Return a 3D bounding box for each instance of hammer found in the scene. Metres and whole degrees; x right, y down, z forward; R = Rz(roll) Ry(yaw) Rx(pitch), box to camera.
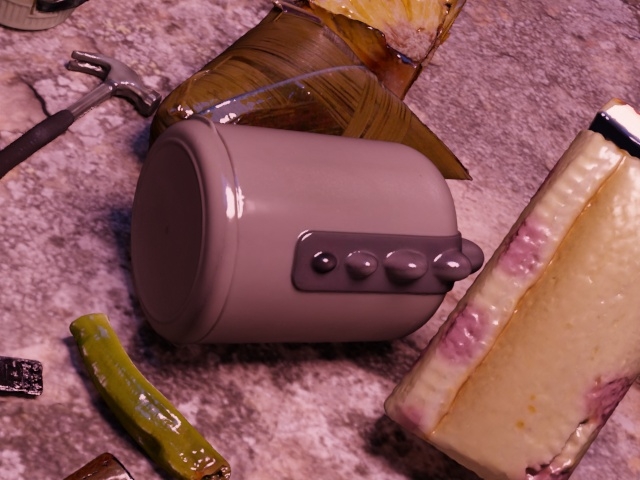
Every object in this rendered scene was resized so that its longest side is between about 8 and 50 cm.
[{"bbox_3d":[-0.276,-0.125,1.470,0.103,0.029,0.246,39,45,8],"label":"hammer"}]

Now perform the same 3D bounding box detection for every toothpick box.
[{"bbox_3d":[0.000,0.000,1.364,0.316,0.229,0.229,3,50,-28],"label":"toothpick box"}]

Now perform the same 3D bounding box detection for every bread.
[{"bbox_3d":[0.230,0.073,1.348,0.187,0.338,0.155,35,3,10],"label":"bread"}]

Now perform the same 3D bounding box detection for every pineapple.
[{"bbox_3d":[0.082,-0.259,1.751,0.237,0.114,0.186,-11,57,-24],"label":"pineapple"}]

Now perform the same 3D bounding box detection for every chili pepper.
[{"bbox_3d":[-0.159,0.147,1.271,0.052,0.050,0.201,-40,74,-8],"label":"chili pepper"}]

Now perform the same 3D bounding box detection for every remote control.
[{"bbox_3d":[-0.291,0.118,1.244,0.096,0.014,0.039,9,47,-24],"label":"remote control"}]

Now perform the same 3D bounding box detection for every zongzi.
[{"bbox_3d":[-0.002,-0.099,1.523,0.300,0.138,0.286,38,46,5],"label":"zongzi"}]

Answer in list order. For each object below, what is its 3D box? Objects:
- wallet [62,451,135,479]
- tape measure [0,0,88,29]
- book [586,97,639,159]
[{"bbox_3d":[-0.220,0.273,1.121,0.243,0.039,0.133,-30,73,-41],"label":"wallet"},{"bbox_3d":[-0.327,-0.351,1.588,0.207,0.115,0.235,24,43,-4],"label":"tape measure"},{"bbox_3d":[0.425,0.057,1.505,0.428,0.300,0.039,42,69,11],"label":"book"}]
